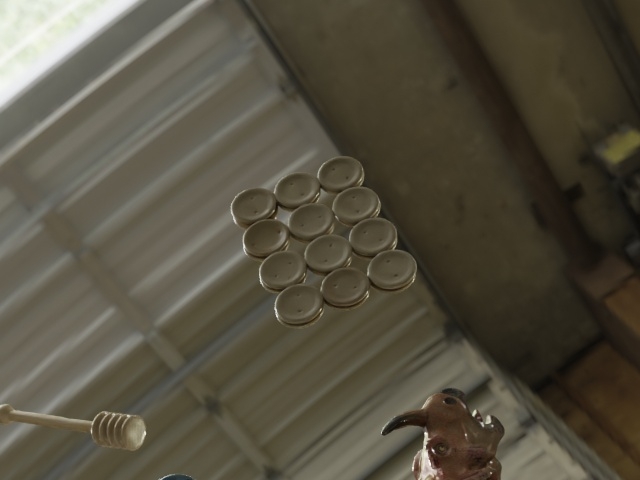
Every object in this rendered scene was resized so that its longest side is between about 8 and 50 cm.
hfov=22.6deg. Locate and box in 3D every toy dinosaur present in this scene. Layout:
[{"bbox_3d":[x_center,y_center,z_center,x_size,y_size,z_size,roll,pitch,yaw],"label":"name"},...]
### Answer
[{"bbox_3d":[0.109,0.226,0.999,0.127,0.200,0.296,-55,-173,14],"label":"toy dinosaur"}]

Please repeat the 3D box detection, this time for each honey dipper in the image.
[{"bbox_3d":[-0.218,0.158,1.374,0.160,0.030,0.030,1,-130,35],"label":"honey dipper"}]

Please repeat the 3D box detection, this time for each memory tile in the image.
[{"bbox_3d":[0.000,0.000,1.228,0.113,0.012,0.148,-21,-131,-6],"label":"memory tile"}]

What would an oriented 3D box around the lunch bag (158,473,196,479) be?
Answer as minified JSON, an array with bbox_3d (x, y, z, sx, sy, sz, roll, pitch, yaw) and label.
[{"bbox_3d":[-0.055,0.149,0.774,0.083,0.071,0.053,-2,-124,57],"label":"lunch bag"}]
